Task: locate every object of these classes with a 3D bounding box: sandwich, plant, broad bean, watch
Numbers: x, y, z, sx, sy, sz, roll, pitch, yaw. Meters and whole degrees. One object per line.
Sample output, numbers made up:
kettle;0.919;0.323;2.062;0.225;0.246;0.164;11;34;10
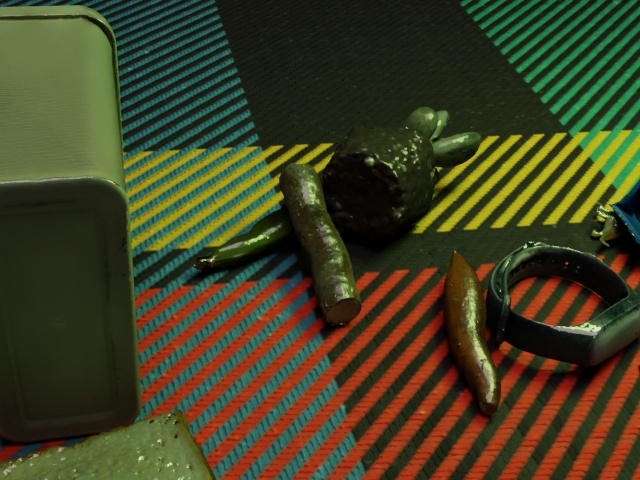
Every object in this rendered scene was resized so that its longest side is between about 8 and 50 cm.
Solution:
sandwich;-0.210;0.265;0.866;0.251;0.087;0.226;-12;40;-22
plant;0.116;-0.115;1.387;0.146;0.149;0.274;25;37;25
broad bean;-0.056;-0.023;1.325;0.060;0.043;0.297;18;38;33
watch;0.300;0.080;1.208;0.206;0.068;0.193;-24;41;-39

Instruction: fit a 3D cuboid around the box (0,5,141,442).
box;-0.292;-0.023;1.036;0.177;0.352;0.344;-5;38;-14

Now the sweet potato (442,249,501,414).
sweet potato;0.180;0.104;1.169;0.057;0.057;0.265;4;42;-2

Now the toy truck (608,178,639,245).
toy truck;0.533;-0.045;1.349;0.208;0.126;0.113;2;34;-12

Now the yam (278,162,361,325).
yam;0.000;0.000;1.248;0.061;0.061;0.253;-6;49;-15

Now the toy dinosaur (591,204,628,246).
toy dinosaur;0.421;-0.025;1.393;0.058;0.037;0.180;18;36;25
